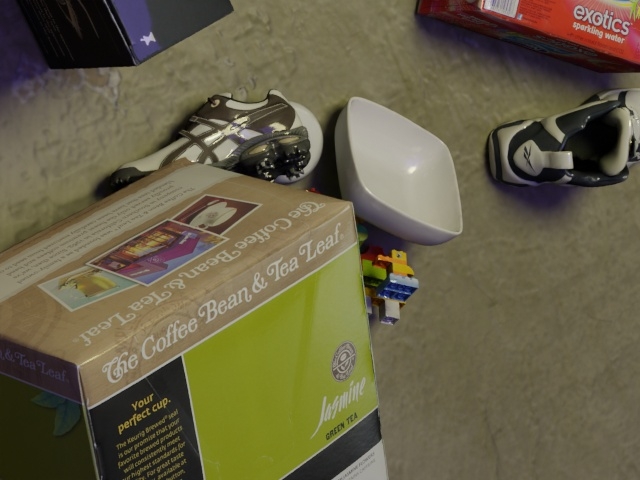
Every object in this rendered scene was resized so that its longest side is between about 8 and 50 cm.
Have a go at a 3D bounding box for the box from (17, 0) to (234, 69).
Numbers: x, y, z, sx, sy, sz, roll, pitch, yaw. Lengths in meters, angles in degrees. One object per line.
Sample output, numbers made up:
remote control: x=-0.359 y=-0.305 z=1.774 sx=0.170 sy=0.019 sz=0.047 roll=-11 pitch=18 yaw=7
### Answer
box: x=-0.189 y=-0.239 z=1.726 sx=0.108 sy=0.207 sz=0.153 roll=-32 pitch=109 yaw=-24

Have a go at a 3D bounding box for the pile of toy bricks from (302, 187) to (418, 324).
pile of toy bricks: x=0.000 y=0.000 z=1.928 sx=0.212 sy=0.118 sz=0.105 roll=12 pitch=56 yaw=-21

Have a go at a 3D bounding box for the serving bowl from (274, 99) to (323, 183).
serving bowl: x=-0.031 y=-0.096 z=1.933 sx=0.083 sy=0.027 sz=0.083 roll=-2 pitch=95 yaw=-29

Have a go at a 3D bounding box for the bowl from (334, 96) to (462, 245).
bowl: x=0.069 y=-0.061 z=1.952 sx=0.142 sy=0.053 sz=0.142 roll=26 pitch=39 yaw=-31

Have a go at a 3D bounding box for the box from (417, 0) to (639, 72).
box: x=0.243 y=-0.261 z=2.021 sx=0.257 sy=0.122 sz=0.128 roll=13 pitch=88 yaw=-30

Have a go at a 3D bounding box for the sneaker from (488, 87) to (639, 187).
sneaker: x=0.308 y=-0.105 z=2.054 sx=0.235 sy=0.153 sz=0.094 roll=-7 pitch=100 yaw=-29

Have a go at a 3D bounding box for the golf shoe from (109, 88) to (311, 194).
golf shoe: x=-0.111 y=-0.088 z=1.873 sx=0.198 sy=0.077 sz=0.094 roll=-12 pitch=68 yaw=-17

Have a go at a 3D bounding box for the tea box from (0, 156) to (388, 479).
tea box: x=-0.135 y=0.146 z=1.709 sx=0.329 sy=0.220 sz=0.323 roll=-30 pitch=125 yaw=-40
